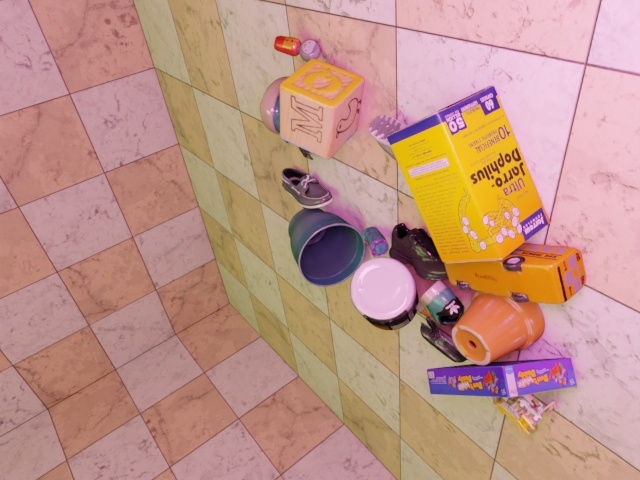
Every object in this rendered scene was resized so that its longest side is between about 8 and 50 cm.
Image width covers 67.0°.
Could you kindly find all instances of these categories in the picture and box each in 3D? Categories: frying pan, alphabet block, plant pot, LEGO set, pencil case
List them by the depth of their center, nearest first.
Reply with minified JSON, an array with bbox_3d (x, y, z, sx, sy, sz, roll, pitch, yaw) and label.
[{"bbox_3d":[0.475,0.241,1.343,0.205,0.188,0.205,42,149,33],"label":"plant pot"},{"bbox_3d":[0.619,0.497,1.466,0.132,0.107,0.287,55,172,9],"label":"LEGO set"},{"bbox_3d":[0.000,-0.403,1.480,0.194,0.192,0.197,26,145,16],"label":"alphabet block"},{"bbox_3d":[0.405,0.337,1.581,0.197,0.053,0.326,38,177,14],"label":"frying pan"},{"bbox_3d":[0.190,0.003,1.686,0.064,0.070,0.151,44,-172,-17],"label":"pencil case"},{"bbox_3d":[0.000,0.000,1.895,0.255,0.272,0.271,-128,22,-53],"label":"plant pot"}]

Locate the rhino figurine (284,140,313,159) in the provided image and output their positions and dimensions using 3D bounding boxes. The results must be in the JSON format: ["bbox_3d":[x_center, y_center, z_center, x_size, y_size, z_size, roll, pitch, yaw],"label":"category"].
[{"bbox_3d":[-0.096,-0.407,1.833,0.243,0.073,0.106,58,157,1],"label":"rhino figurine"}]

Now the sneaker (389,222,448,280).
[{"bbox_3d":[0.319,0.032,1.512,0.286,0.109,0.130,26,132,46],"label":"sneaker"}]

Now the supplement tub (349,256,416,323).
[{"bbox_3d":[0.222,0.190,1.620,0.207,0.207,0.338,50,179,20],"label":"supplement tub"}]

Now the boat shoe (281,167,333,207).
[{"bbox_3d":[-0.064,-0.214,1.927,0.319,0.116,0.099,33,147,52],"label":"boat shoe"}]

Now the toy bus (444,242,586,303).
[{"bbox_3d":[0.474,0.070,1.232,0.333,0.130,0.108,9,125,58],"label":"toy bus"}]

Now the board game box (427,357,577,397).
[{"bbox_3d":[0.504,0.394,1.390,0.347,0.234,0.077,143,124,-64],"label":"board game box"}]

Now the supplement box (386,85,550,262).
[{"bbox_3d":[0.352,-0.147,1.157,0.195,0.194,0.356,-10,109,63],"label":"supplement box"}]

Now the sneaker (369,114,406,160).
[{"bbox_3d":[0.266,-0.250,1.355,0.281,0.105,0.115,44,-176,21],"label":"sneaker"}]

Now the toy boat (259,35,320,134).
[{"bbox_3d":[-0.094,-0.505,1.596,0.148,0.267,0.318,18,122,10],"label":"toy boat"}]

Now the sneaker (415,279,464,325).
[{"bbox_3d":[0.375,0.214,1.502,0.121,0.108,0.302,48,179,19],"label":"sneaker"}]
